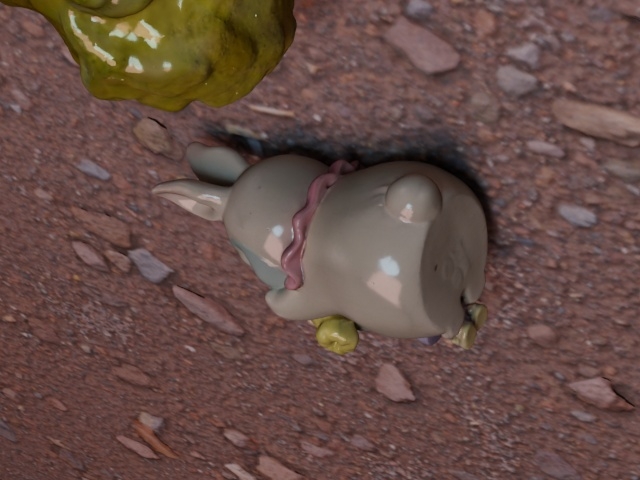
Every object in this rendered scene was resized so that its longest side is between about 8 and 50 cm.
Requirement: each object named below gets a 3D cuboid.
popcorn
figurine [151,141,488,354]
[{"bbox_3d":[-0.090,-0.186,0.744,0.203,0.200,0.226,-27,88,24],"label":"popcorn"},{"bbox_3d":[0.000,0.000,0.972,0.236,0.127,0.155,11,154,35],"label":"figurine"}]
